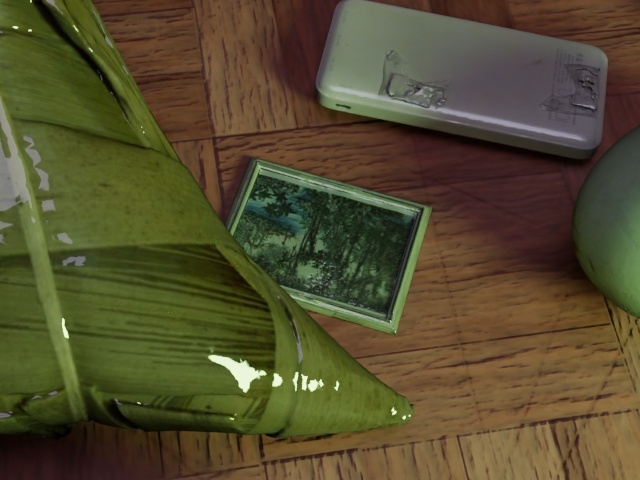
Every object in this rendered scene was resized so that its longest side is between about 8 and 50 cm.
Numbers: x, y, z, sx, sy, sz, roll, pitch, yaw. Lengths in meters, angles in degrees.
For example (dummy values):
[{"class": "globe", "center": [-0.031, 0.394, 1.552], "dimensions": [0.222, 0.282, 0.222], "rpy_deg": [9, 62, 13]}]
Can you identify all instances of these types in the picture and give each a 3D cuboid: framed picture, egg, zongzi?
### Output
[{"class": "framed picture", "center": [0.000, 0.000, 1.049], "dimensions": [0.183, 0.011, 0.142], "rpy_deg": [16, 60, 5]}, {"class": "egg", "center": [0.355, -0.022, 0.976], "dimensions": [0.282, 0.203, 0.203], "rpy_deg": [-11, 61, -5]}, {"class": "zongzi", "center": [-0.147, -0.089, 0.929], "dimensions": [0.467, 0.218, 0.500], "rpy_deg": [2, 87, -17]}]

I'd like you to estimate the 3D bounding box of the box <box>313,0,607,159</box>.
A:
[{"class": "box", "center": [0.143, -0.165, 1.137], "dimensions": [0.285, 0.044, 0.142], "rpy_deg": [12, 58, 3]}]
